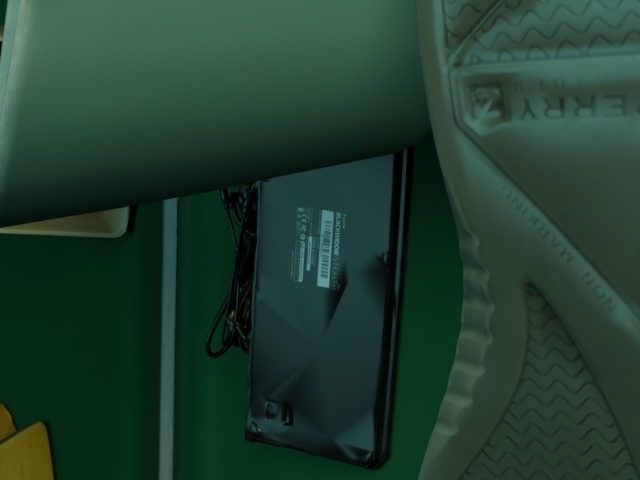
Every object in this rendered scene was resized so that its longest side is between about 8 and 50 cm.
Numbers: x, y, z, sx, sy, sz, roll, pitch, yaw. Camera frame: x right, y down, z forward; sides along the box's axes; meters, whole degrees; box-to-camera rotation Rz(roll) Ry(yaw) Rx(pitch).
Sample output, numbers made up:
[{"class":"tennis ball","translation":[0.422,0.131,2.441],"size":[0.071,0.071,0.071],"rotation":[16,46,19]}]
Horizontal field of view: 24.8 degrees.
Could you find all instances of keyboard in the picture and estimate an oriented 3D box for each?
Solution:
[{"class":"keyboard","translation":[0.000,0.000,0.654],"size":[0.100,0.038,0.192],"rotation":[10,101,30]}]

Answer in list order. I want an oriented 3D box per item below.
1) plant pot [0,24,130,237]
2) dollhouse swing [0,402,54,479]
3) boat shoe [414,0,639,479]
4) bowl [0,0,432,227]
[{"class":"plant pot","translation":[-0.166,-0.071,0.817],"size":[0.096,0.109,0.109],"rotation":[-133,50,-58]},{"class":"dollhouse swing","translation":[-0.370,0.290,0.959],"size":[0.347,0.305,0.315],"rotation":[-18,78,55]},{"class":"boat shoe","translation":[0.092,0.027,0.391],"size":[0.118,0.103,0.320],"rotation":[4,107,37]},{"class":"bowl","translation":[-0.012,-0.147,0.489],"size":[0.311,0.163,0.312],"rotation":[-172,90,-75]}]
